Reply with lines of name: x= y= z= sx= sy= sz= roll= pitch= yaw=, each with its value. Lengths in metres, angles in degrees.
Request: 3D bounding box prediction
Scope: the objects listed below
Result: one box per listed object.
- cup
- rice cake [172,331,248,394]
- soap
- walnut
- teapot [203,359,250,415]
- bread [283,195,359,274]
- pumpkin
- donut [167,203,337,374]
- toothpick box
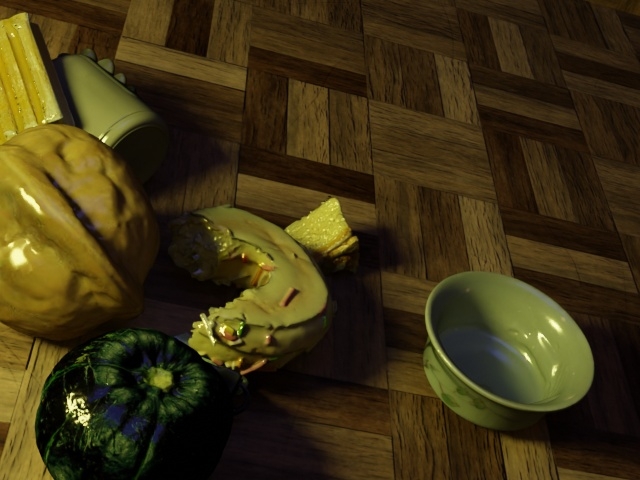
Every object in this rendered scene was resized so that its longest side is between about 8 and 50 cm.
cup: x=0.341 y=0.239 z=1.901 sx=0.347 sy=0.163 sz=0.347 roll=13 pitch=41 yaw=-12
rice cake: x=-0.204 y=0.222 z=1.780 sx=0.171 sy=0.029 sz=0.033 roll=34 pitch=48 yaw=16
soap: x=-0.611 y=-0.304 z=1.934 sx=0.173 sy=0.089 sz=0.274 roll=-26 pitch=69 yaw=7
walnut: x=-0.470 y=-0.008 z=1.702 sx=0.384 sy=0.383 sz=0.383 roll=13 pitch=41 yaw=-11
teapot: x=-0.209 y=0.259 z=1.696 sx=0.177 sy=0.087 sz=0.096 roll=23 pitch=74 yaw=3
bread: x=0.000 y=0.000 z=2.066 sx=0.152 sy=0.127 sz=0.147 roll=-15 pitch=50 yaw=-14
pumpkin: x=-0.295 y=0.292 z=1.512 sx=0.315 sy=0.238 sz=0.315 roll=29 pitch=31 yaw=-19
donut: x=-0.131 y=0.095 z=1.839 sx=0.307 sy=0.150 sz=0.371 roll=7 pitch=38 yaw=-28
toothpick box: x=-0.483 y=-0.267 z=2.041 sx=0.316 sy=0.229 sz=0.229 roll=41 pitch=44 yaw=22
